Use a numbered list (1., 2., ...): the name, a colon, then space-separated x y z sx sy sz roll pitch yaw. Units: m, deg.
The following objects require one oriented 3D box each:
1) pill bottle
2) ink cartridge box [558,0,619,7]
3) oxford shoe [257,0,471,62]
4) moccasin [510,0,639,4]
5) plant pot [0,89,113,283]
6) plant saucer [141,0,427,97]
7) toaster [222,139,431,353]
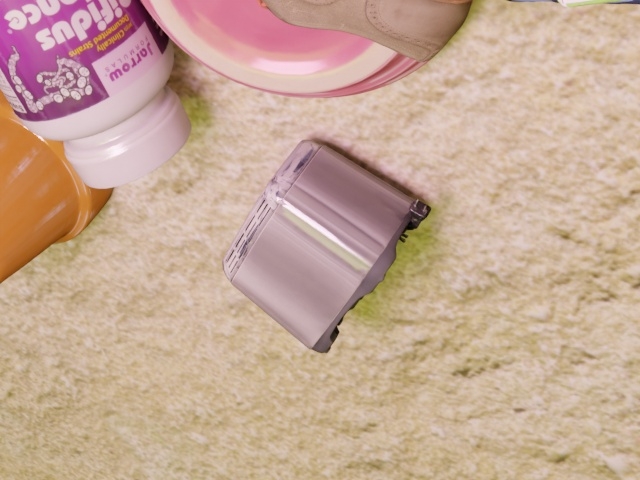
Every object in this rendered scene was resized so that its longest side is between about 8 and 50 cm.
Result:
1. pill bottle: -0.243 -0.204 1.360 0.169 0.169 0.302 -5 127 33
2. ink cartridge box: 0.271 -0.274 0.927 0.198 0.273 0.115 -3 125 31
3. oxford shoe: -0.045 -0.230 1.106 0.348 0.123 0.130 23 134 -3
4. moccasin: 0.278 -0.229 1.093 0.342 0.138 0.117 16 142 36
5. plant pot: -0.360 -0.047 1.560 0.205 0.188 0.205 16 136 16
6. plant saucer: -0.028 -0.250 1.220 0.332 0.084 0.332 9 132 10
7. toaster: 0.000 0.000 1.446 0.146 0.129 0.227 34 139 0
